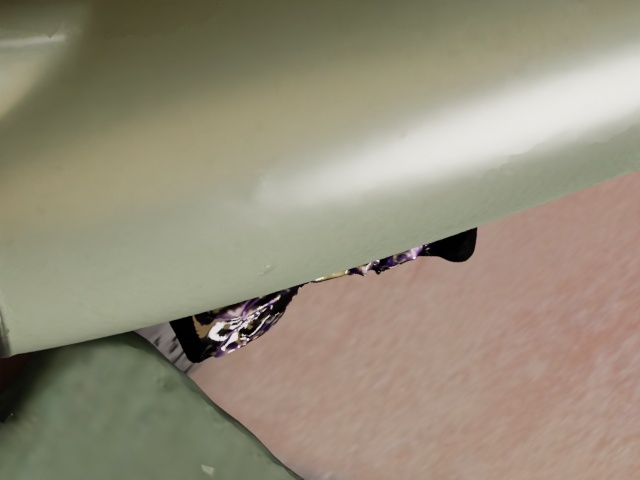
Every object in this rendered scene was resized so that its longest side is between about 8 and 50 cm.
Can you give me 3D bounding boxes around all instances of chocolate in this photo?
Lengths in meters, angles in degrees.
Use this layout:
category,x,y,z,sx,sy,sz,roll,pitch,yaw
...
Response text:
category,x,y,z,sx,sy,sz,roll,pitch,yaw
chocolate,0.001,0.000,0.726,0.147,0.072,0.070,-24,98,-22

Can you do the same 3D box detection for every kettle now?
category,x,y,z,sx,sy,sz,roll,pitch,yaw
kettle,-0.022,-0.054,0.591,0.255,0.165,0.240,-21,166,-13

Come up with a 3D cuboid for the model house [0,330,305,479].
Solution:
category,x,y,z,sx,sy,sz,roll,pitch,yaw
model house,-0.134,0.217,0.783,0.267,0.194,0.325,-51,-179,-22
